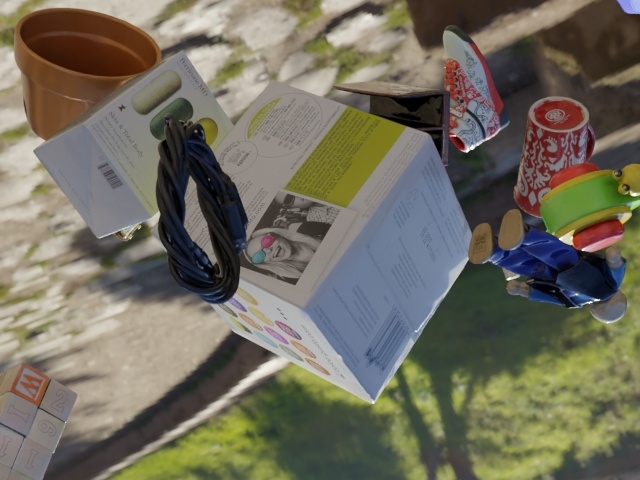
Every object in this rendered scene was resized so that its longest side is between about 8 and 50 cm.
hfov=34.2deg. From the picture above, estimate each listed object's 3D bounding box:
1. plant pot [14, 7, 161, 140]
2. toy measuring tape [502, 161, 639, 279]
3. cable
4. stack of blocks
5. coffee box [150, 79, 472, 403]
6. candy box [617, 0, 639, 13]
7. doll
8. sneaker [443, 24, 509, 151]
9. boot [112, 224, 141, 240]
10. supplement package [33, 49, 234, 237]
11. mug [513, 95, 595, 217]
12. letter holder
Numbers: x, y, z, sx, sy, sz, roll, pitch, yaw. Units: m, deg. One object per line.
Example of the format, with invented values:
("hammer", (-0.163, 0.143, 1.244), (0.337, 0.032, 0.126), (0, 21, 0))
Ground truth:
("plant pot", (-0.486, -0.317, 2.120), (0.290, 0.291, 0.204), (-15, 135, -41))
("toy measuring tape", (0.322, -0.018, 1.431), (0.121, 0.121, 0.330), (-16, 165, -35))
("cable", (-0.123, -0.032, 0.996), (0.047, 0.185, 0.150), (-8, -155, 19))
("stack of blocks", (-0.428, 0.315, 1.282), (0.087, 0.297, 0.171), (37, 139, -27))
("coffee box", (0.000, 0.000, 1.701), (0.338, 0.334, 0.338), (-54, 145, -17))
("candy box", (0.430, -0.487, 1.314), (0.122, 0.317, 0.268), (10, 171, 35))
("doll", (0.227, 0.032, 0.999), (0.189, 0.046, 0.129), (26, 145, -31))
("sneaker", (0.303, -0.325, 2.281), (0.145, 0.270, 0.090), (-37, -154, -10))
("boot", (-0.326, -0.077, 2.085), (0.203, 0.261, 0.095), (-57, 163, -27))
("supplement package", (-0.326, -0.173, 1.871), (0.198, 0.199, 0.263), (-15, -156, 48))
("mug", (0.373, -0.145, 1.650), (0.113, 0.150, 0.169), (11, 137, 17))
("letter holder", (0.097, -0.243, 2.157), (0.214, 0.152, 0.302), (-7, -165, -26))
